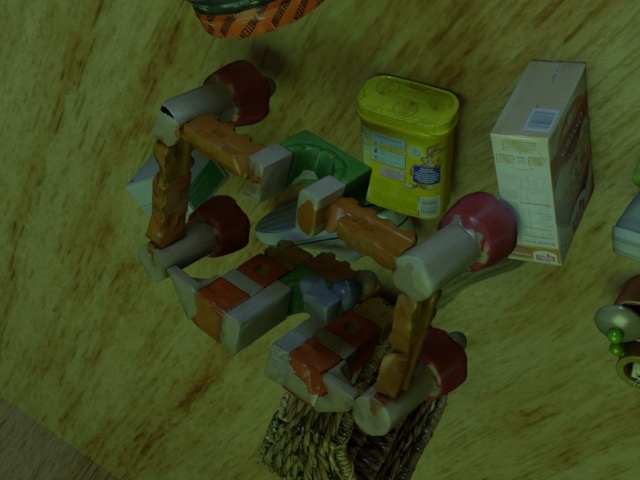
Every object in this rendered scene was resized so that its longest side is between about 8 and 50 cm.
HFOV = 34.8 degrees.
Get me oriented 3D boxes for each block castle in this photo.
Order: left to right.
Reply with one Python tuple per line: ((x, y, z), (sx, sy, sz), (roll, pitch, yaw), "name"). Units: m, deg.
((0.000, 0.000, 1.274), (0.453, 0.213, 0.303), (32, 130, 25), "block castle")

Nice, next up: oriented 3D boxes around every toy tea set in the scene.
((0.486, 0.196, 1.329), (0.336, 0.124, 0.200), (33, 143, 0), "toy tea set")

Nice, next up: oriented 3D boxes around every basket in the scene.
((0.077, 0.240, 1.533), (0.223, 0.299, 0.213), (29, 141, 9), "basket")

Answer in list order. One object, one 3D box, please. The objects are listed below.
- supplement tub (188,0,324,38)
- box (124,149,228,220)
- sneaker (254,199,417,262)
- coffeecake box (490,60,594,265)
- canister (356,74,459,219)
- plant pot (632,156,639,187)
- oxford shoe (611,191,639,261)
((-0.111, -0.394, 1.050), (0.207, 0.207, 0.338), (5, 134, 32), "supplement tub")
((-0.217, -0.089, 1.547), (0.102, 0.101, 0.087), (-12, 123, 41), "box")
((0.019, -0.007, 1.471), (0.258, 0.094, 0.091), (-3, 125, 37), "sneaker")
((0.258, -0.088, 1.170), (0.068, 0.142, 0.185), (9, 137, 28), "coffeecake box")
((0.110, -0.115, 1.306), (0.126, 0.073, 0.170), (18, 142, 19), "canister")
((0.445, -0.122, 0.897), (0.207, 0.227, 0.228), (28, 166, -3), "plant pot")
((0.543, 0.008, 1.082), (0.449, 0.130, 0.169), (15, -176, 20), "oxford shoe")
